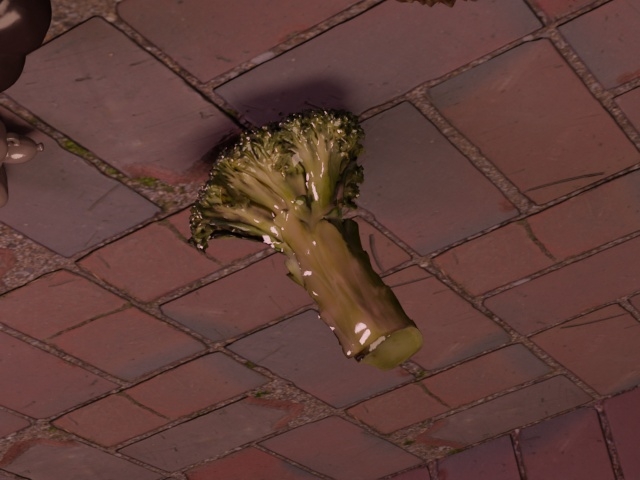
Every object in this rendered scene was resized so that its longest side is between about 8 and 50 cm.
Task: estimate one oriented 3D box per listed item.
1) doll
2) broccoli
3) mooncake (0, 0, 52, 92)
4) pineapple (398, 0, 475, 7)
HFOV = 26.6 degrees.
[{"bbox_3d":[-0.439,-0.102,1.723,0.161,0.059,0.160,3,148,-19],"label":"doll"},{"bbox_3d":[0.018,-0.012,1.741,0.252,0.361,0.221,-47,158,-15],"label":"broccoli"},{"bbox_3d":[-0.409,-0.248,1.429,0.245,0.133,0.245,-12,145,-8],"label":"mooncake"},{"bbox_3d":[0.179,-0.327,1.459,0.361,0.175,0.175,-2,152,-43],"label":"pineapple"}]
